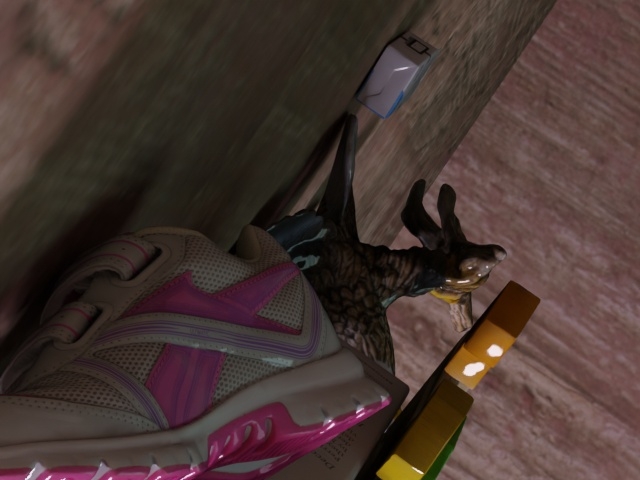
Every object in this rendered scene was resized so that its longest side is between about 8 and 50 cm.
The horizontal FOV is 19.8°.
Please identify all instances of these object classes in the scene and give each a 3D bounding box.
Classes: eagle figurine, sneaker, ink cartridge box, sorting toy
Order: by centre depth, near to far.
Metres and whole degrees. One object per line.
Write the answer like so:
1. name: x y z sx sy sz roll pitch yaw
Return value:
1. sneaker: -0.084 0.056 0.742 0.103 0.111 0.252 -35 166 33
2. sorting toy: 0.034 0.150 1.007 0.229 0.041 0.307 -53 177 -30
3. eagle figurine: -0.015 0.074 1.292 0.298 0.225 0.226 -25 123 -12
4. ink cartridge box: 0.058 -0.122 1.327 0.048 0.028 0.083 -57 175 21

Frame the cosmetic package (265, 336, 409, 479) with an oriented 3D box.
1. cosmetic package: -0.100 0.162 0.938 0.197 0.155 0.365 -56 177 22
